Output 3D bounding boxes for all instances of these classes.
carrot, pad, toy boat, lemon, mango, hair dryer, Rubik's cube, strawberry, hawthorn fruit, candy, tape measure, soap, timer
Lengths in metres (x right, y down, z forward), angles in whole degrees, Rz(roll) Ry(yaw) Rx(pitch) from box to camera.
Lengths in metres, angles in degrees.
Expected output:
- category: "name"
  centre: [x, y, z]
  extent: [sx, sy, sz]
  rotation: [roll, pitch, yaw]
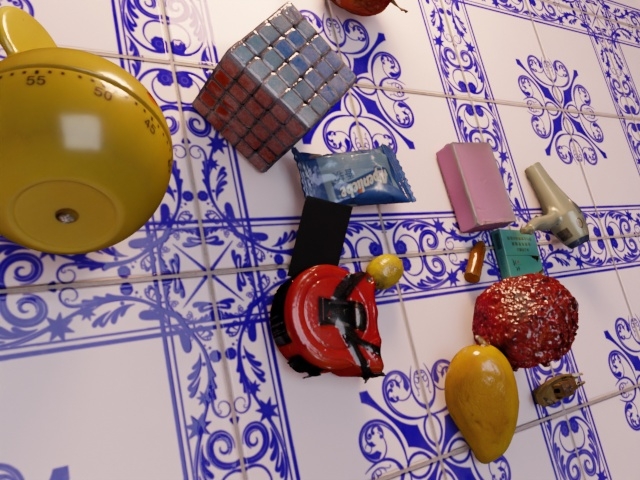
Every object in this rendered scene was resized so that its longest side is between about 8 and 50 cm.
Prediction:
- category: "carrot"
  centre: [0.436, 0.053, 1.638]
  extent: [0.048, 0.048, 0.139]
  rotation: [35, 54, -18]
- category: "pad"
  centre: [0.000, 0.000, 1.347]
  extent: [0.127, 0.004, 0.190]
  rotation: [13, 92, -29]
- category: "toy boat"
  centre: [0.675, 0.415, 1.637]
  extent: [0.206, 0.072, 0.064]
  rotation: [-12, 81, -35]
- category: "lemon"
  centre: [0.159, 0.075, 1.424]
  extent: [0.111, 0.082, 0.082]
  rotation: [-33, 92, -33]
- category: "mango"
  centre: [0.393, 0.387, 1.416]
  extent: [0.177, 0.119, 0.316]
  rotation: [-11, 93, -3]
- category: "hair dryer"
  centre: [0.697, -0.124, 1.833]
  extent: [0.298, 0.119, 0.295]
  rotation: [10, 56, -32]
- category: "Rubik's cube"
  centre: [-0.105, -0.340, 1.313]
  extent: [0.237, 0.238, 0.237]
  rotation: [44, 55, -14]
- category: "strawberry"
  centre: [0.521, 0.226, 1.497]
  extent: [0.274, 0.274, 0.220]
  rotation: [52, 29, -6]
- category: "hawthorn fruit"
  centre: [0.148, -0.733, 1.645]
  extent: [0.272, 0.242, 0.241]
  rotation: [31, 58, -29]
- category: "candy"
  centre: [0.088, -0.160, 1.444]
  extent: [0.331, 0.077, 0.187]
  rotation: [-12, 74, -33]
- category: "tape measure"
  centre: [0.018, 0.180, 1.272]
  extent: [0.260, 0.114, 0.253]
  rotation: [8, 67, -30]
- category: "soap"
  centre: [0.453, -0.158, 1.704]
  extent: [0.181, 0.081, 0.259]
  rotation: [-8, 76, -36]
- category: "timer"
  centre: [-0.429, -0.173, 1.001]
  extent: [0.376, 0.376, 0.387]
  rotation: [13, 43, -29]

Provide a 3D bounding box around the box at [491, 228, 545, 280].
- category: "box"
  centre: [0.598, 0.080, 1.732]
  extent: [0.162, 0.041, 0.229]
  rotation: [2, 71, -33]
